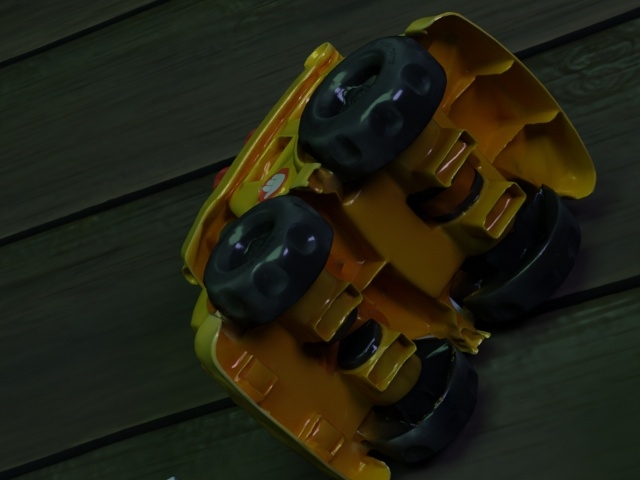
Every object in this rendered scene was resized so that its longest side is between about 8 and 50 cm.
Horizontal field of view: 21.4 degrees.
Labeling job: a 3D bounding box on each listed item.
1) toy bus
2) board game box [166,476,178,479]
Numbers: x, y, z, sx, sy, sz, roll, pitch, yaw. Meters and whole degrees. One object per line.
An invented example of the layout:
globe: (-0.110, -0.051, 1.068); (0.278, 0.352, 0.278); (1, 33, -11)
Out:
toy bus: (0.000, 0.000, 0.891); (0.211, 0.149, 0.220); (8, 58, 56)
board game box: (-0.141, 0.230, 0.837); (0.211, 0.039, 0.160); (-29, 40, 8)
